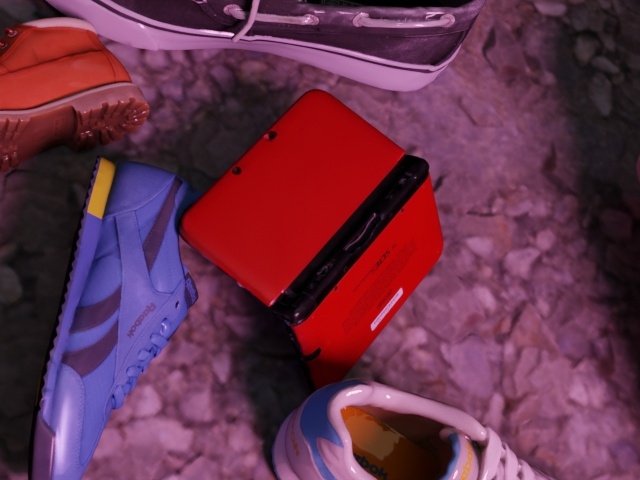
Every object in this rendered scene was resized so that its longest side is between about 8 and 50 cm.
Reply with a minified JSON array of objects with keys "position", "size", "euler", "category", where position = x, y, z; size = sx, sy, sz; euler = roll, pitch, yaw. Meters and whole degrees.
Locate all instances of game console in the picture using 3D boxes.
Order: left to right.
[{"position":[0.000,0.000,0.676],"size":[0.085,0.124,0.144],"euler":[22,56,34],"category":"game console"}]

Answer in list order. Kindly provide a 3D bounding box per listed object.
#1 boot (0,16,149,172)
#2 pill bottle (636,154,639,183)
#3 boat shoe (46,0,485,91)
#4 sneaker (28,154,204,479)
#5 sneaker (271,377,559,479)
[{"position":[-0.194,-0.091,0.662],"size":[0.158,0.059,0.085],"euler":[-18,71,-32],"category":"boot"},{"position":[0.334,0.087,0.665],"size":[0.204,0.204,0.361],"euler":[-7,70,-20],"category":"pill bottle"},{"position":[-0.040,-0.179,0.717],"size":[0.306,0.105,0.113],"euler":[16,64,-11],"category":"boat shoe"},{"position":[-0.112,0.050,0.617],"size":[0.082,0.069,0.209],"euler":[17,63,-14],"category":"sneaker"},{"position":[0.087,0.152,0.622],"size":[0.228,0.092,0.087],"euler":[23,61,-8],"category":"sneaker"}]
